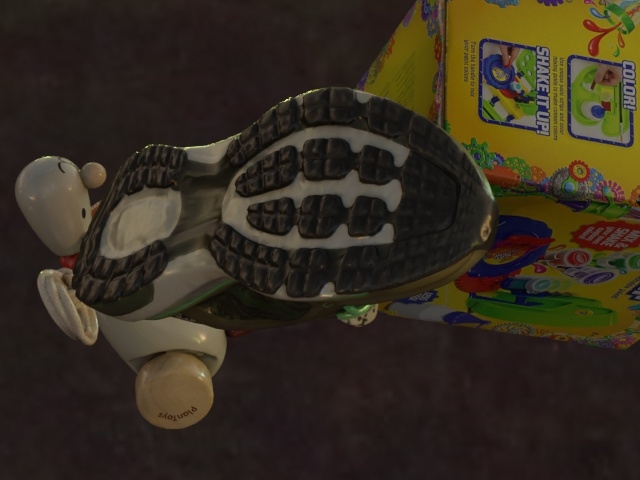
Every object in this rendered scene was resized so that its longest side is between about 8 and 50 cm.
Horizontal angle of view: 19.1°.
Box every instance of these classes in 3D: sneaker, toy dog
[{"bbox_3d":[0.000,0.000,1.380,0.182,0.158,0.410,25,-18,-36],"label":"sneaker"},{"bbox_3d":[-0.170,0.042,1.984,0.161,0.334,0.220,-27,53,5],"label":"toy dog"}]

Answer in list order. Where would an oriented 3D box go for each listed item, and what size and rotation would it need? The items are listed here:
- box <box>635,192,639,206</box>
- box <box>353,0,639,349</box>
[{"bbox_3d":[0.266,0.006,0.924,0.077,0.147,0.180,-33,6,-31],"label":"box"},{"bbox_3d":[0.177,-0.057,1.510,0.279,0.290,0.177,8,66,-14],"label":"box"}]
